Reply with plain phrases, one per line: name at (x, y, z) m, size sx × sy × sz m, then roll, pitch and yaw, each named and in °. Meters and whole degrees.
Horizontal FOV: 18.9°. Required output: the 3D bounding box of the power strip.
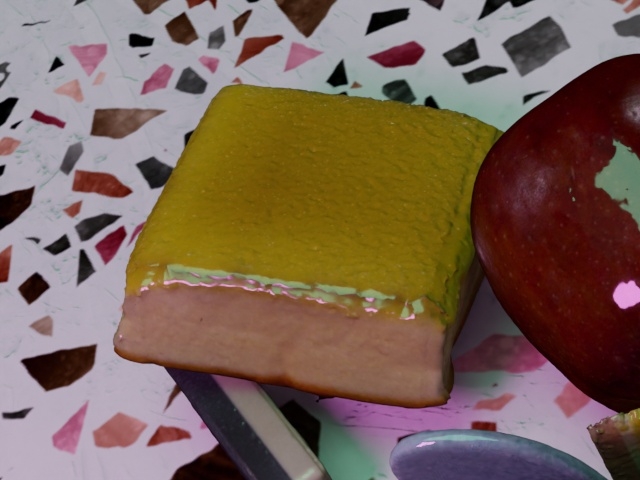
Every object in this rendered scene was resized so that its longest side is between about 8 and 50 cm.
power strip at (-0.064, 0.180, 1.822) m, size 0.070 × 0.105 × 0.256 m, roll -36°, pitch 48°, yaw -8°

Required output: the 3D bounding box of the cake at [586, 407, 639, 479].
cake at (0.300, 0.191, 1.576) m, size 0.109 × 0.225 × 0.090 m, roll -23°, pitch 62°, yaw 10°

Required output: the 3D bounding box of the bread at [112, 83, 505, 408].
bread at (0.000, 0.000, 1.845) m, size 0.324 × 0.143 × 0.333 m, roll 10°, pitch 41°, yaw 13°

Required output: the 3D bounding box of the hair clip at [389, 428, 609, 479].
hair clip at (0.285, 0.274, 1.450) m, size 0.392 × 0.318 × 0.238 m, roll -15°, pitch 51°, yaw 9°

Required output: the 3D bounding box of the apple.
apple at (0.285, -0.007, 1.704) m, size 0.288 × 0.288 × 0.316 m, roll -25°, pitch 59°, yaw 4°
